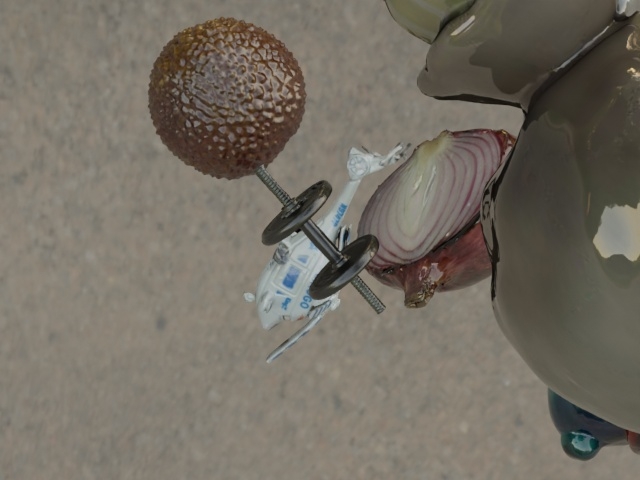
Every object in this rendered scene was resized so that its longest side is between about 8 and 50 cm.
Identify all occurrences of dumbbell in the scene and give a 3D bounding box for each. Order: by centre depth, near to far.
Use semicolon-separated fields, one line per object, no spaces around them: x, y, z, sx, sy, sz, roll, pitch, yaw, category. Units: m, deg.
0.000;0.000;1.027;0.147;0.069;0.069;49;59;-11;dumbbell

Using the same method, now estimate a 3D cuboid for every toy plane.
-0.005;0.002;1.521;0.107;0.273;0.182;30;47;7;toy plane

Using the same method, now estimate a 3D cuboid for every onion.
0.122;-0.007;1.173;0.098;0.206;0.151;20;67;-30;onion

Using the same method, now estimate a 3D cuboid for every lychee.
-0.108;-0.165;1.560;0.194;0.194;0.195;7;61;-13;lychee

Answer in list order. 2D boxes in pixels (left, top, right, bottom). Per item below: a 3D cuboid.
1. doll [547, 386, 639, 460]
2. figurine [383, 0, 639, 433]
0.351;0.156;1.246;0.321;0.198;0.186;9;68;30;doll
0.140;-0.055;0.682;0.203;0.248;0.381;-38;82;-22;figurine
